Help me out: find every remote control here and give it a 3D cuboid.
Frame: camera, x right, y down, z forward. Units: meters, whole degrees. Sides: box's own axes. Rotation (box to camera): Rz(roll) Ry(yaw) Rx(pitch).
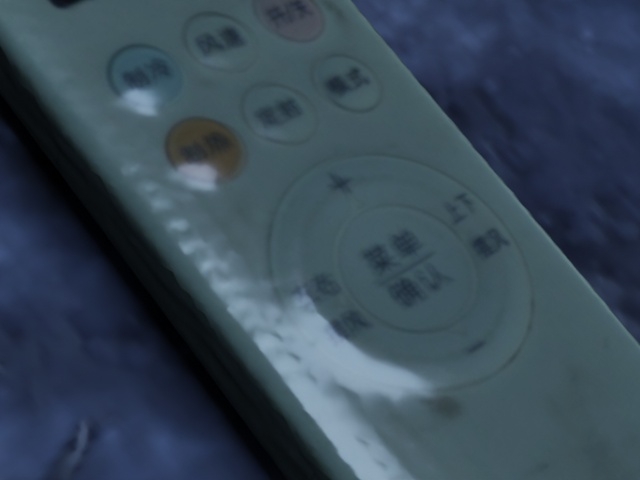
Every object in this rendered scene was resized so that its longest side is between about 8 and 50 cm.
[{"bbox_3d":[0.001,-0.001,0.448,0.090,0.038,0.309,-28,72,-31],"label":"remote control"}]
